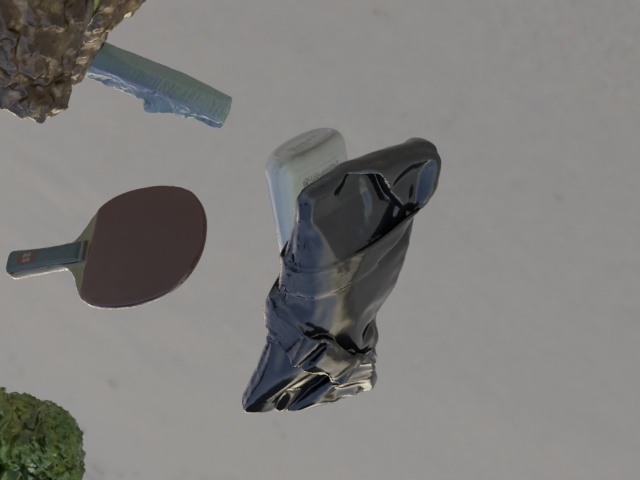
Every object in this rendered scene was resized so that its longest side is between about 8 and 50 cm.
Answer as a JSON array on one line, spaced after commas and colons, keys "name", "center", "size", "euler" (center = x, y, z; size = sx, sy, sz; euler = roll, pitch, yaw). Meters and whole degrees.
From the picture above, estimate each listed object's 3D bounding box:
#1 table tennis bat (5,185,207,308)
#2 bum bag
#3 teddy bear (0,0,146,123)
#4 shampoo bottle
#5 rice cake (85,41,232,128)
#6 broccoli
[{"name": "table tennis bat", "center": [-0.247, 0.013, 1.956], "size": [0.274, 0.154, 0.021], "euler": [-8, 148, 28]}, {"name": "bum bag", "center": [0.014, 0.037, 1.218], "size": [0.060, 0.123, 0.248], "euler": [41, 137, 36]}, {"name": "teddy bear", "center": [-0.245, -0.234, 1.398], "size": [0.296, 0.222, 0.246], "euler": [40, 148, 45]}, {"name": "shampoo bottle", "center": [0.000, 0.000, 1.758], "size": [0.051, 0.108, 0.221], "euler": [10, 121, 38]}, {"name": "rice cake", "center": [-0.165, -0.144, 1.530], "size": [0.180, 0.042, 0.030], "euler": [23, 158, 7]}, {"name": "broccoli", "center": [-0.388, 0.263, 1.708], "size": [0.254, 0.302, 0.186], "euler": [9, 123, 11]}]
